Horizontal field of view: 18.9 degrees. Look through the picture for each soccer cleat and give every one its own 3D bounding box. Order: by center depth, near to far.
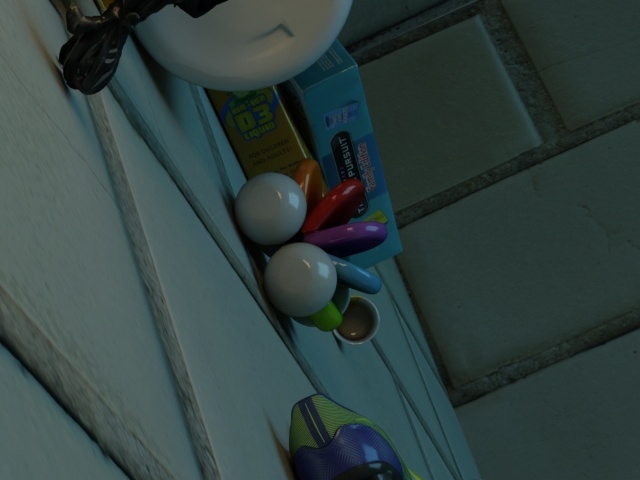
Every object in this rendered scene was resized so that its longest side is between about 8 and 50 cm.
[{"bbox_3d":[0.040,0.208,1.717,0.121,0.093,0.289,61,2,23],"label":"soccer cleat"}]

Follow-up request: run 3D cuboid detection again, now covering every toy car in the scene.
[{"bbox_3d":[0.000,0.000,1.992,0.159,0.136,0.182,47,20,-76],"label":"toy car"}]

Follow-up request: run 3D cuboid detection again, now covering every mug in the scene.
[{"bbox_3d":[0.040,0.095,2.435,0.064,0.062,0.078,104,-31,-85],"label":"mug"}]

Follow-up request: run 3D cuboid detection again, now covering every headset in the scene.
[{"bbox_3d":[-0.150,-0.254,1.508,0.243,0.185,0.394,31,17,-23],"label":"headset"}]

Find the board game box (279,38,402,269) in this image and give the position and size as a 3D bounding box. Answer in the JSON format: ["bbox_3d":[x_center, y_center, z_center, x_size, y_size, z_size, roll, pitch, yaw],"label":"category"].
[{"bbox_3d":[-0.013,-0.155,2.394,0.254,0.079,0.336,55,-12,41],"label":"board game box"}]

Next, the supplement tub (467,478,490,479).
[{"bbox_3d":[0.185,0.364,2.196,0.199,0.144,0.144,-71,137,-82],"label":"supplement tub"}]

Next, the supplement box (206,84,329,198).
[{"bbox_3d":[-0.068,-0.130,2.237,0.080,0.078,0.233,-84,149,-77],"label":"supplement box"}]

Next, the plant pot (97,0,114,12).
[{"bbox_3d":[-0.178,-0.261,1.701,0.081,0.081,0.083,63,-3,-30],"label":"plant pot"}]

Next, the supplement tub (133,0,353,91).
[{"bbox_3d":[-0.088,-0.298,1.930,0.316,0.228,0.228,-103,168,-68],"label":"supplement tub"}]
